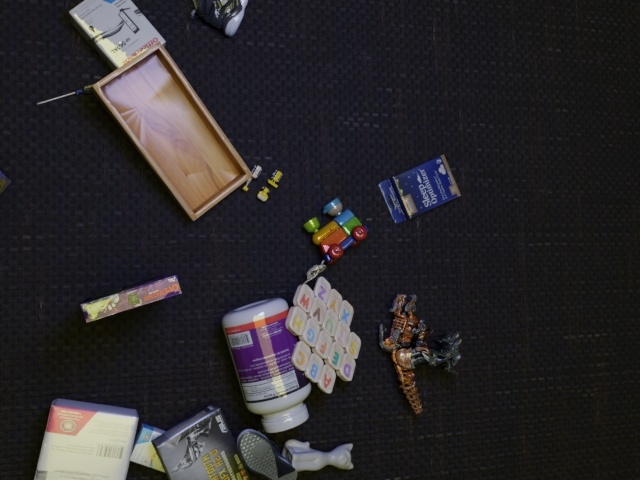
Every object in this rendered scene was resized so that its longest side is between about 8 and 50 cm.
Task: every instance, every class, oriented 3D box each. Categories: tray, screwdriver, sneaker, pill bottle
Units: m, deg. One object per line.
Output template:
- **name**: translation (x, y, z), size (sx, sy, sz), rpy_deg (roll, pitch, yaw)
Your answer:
- **tray**: translation (-0.378, -0.276, 1.698), size (0.203, 0.076, 0.411), rpy_deg (-40, 110, -15)
- **screwdriver**: translation (-0.644, -0.375, 1.692), size (0.169, 0.024, 0.025), rpy_deg (-25, 65, -16)
- **sneaker**: translation (-0.169, 0.528, 1.687), size (0.086, 0.163, 0.226), rpy_deg (-42, 124, -12)
- **sneaker**: translation (-0.266, -0.705, 1.788), size (0.153, 0.101, 0.269), rpy_deg (16, 84, -18)
- **pill bottle**: translation (-0.133, 0.323, 1.714), size (0.181, 0.181, 0.323), rpy_deg (-17, 92, -17)

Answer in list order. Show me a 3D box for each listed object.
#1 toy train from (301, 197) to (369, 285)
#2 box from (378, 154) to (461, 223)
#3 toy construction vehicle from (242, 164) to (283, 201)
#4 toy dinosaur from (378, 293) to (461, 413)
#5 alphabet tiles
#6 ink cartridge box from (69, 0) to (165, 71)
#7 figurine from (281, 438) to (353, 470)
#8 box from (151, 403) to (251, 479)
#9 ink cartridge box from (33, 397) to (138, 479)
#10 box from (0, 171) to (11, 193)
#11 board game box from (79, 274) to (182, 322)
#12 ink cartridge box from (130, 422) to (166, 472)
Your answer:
- **toy train**: translation (0.000, 0.000, 1.826), size (0.248, 0.105, 0.143), rpy_deg (-37, 86, -16)
- **box**: translation (0.297, -0.152, 1.957), size (0.225, 0.036, 0.136), rpy_deg (-25, 93, -16)
- **toy construction vehicle**: translation (-0.162, -0.164, 1.821), size (0.086, 0.035, 0.098), rpy_deg (31, 80, -24)
- **toy dinosaur**: translation (0.276, 0.318, 1.883), size (0.218, 0.164, 0.322), rpy_deg (-1, 105, -3)
- **alphabet tiles**: translation (0.014, 0.249, 1.759), size (0.284, 0.021, 0.278), rpy_deg (47, 45, -32)
- **ink cartridge box**: translation (-0.523, -0.540, 1.706), size (0.148, 0.086, 0.203), rpy_deg (-44, 99, -15)
- **figurine**: translation (-0.002, 0.655, 1.788), size (0.209, 0.092, 0.215), rpy_deg (8, 83, -24)
- **box**: translation (-0.300, 0.563, 1.671), size (0.183, 0.056, 0.231), rpy_deg (-27, 105, -28)
- **ink cartridge box**: translation (-0.576, 0.546, 1.594), size (0.207, 0.117, 0.283), rpy_deg (13, 82, -16)
- **box**: translation (-0.932, -0.117, 1.505), size (0.279, 0.177, 0.290), rpy_deg (37, 77, -13)
- **board game box**: translation (-0.447, 0.130, 1.545), size (0.208, 0.347, 0.056), rpy_deg (-22, 94, -17)
- **ink cartridge box**: translation (-0.415, 0.533, 1.679), size (0.122, 0.052, 0.089), rpy_deg (25, 80, -16)
